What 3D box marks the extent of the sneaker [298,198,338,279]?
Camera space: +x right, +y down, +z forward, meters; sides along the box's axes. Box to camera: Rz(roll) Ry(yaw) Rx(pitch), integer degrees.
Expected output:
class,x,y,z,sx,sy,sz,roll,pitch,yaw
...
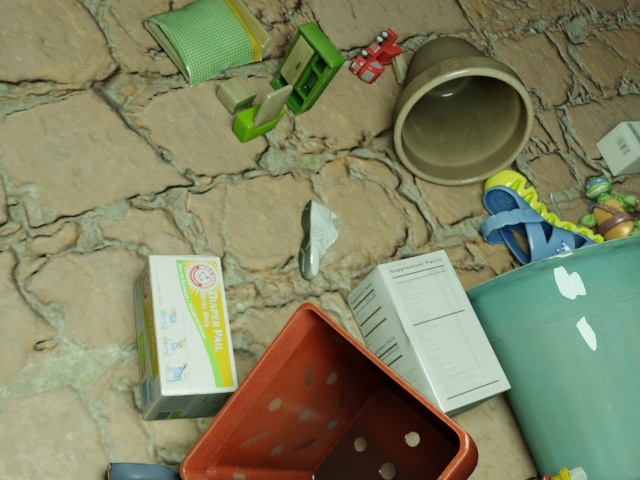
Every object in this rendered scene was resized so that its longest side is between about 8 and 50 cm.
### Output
class,x,y,z,sx,sy,sz,roll,pitch,yaw
sneaker,0.000,0.000,1.241,0.061,0.053,0.152,19,54,-19

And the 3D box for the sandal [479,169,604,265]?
class,x,y,z,sx,sy,sz,roll,pitch,yaw
sandal,0.425,0.009,1.416,0.317,0.126,0.138,37,54,8

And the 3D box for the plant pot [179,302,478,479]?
class,x,y,z,sx,sy,sz,roll,pitch,yaw
plant pot,0.042,0.278,0.921,0.267,0.267,0.236,38,2,34

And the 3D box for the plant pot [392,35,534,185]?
class,x,y,z,sx,sy,sz,roll,pitch,yaw
plant pot,0.255,-0.277,1.430,0.263,0.263,0.229,14,42,-19

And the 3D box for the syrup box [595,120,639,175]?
class,x,y,z,sx,sy,sz,roll,pitch,yaw
syrup box,0.776,-0.222,1.739,0.237,0.096,0.093,-9,66,-29

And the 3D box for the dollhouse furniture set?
class,x,y,z,sx,sy,sz,roll,pitch,yaw
dollhouse furniture set,-0.142,-0.356,1.319,0.198,0.151,0.301,-32,79,-37

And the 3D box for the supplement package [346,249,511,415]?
class,x,y,z,sx,sy,sz,roll,pitch,yaw
supplement package,0.165,0.159,1.175,0.139,0.134,0.244,-11,67,-28

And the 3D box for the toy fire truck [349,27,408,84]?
class,x,y,z,sx,sy,sz,roll,pitch,yaw
toy fire truck,0.159,-0.371,1.547,0.135,0.047,0.192,42,53,-1

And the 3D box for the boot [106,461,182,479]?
class,x,y,z,sx,sy,sz,roll,pitch,yaw
boot,-0.172,0.332,0.938,0.219,0.082,0.106,5,63,-22

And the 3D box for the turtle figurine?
class,x,y,z,sx,sy,sz,roll,pitch,yaw
turtle figurine,0.587,-0.011,1.460,0.198,0.274,0.266,-24,76,0

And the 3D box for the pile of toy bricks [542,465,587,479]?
class,x,y,z,sx,sy,sz,roll,pitch,yaw
pile of toy bricks,0.370,0.436,1.033,0.212,0.105,0.118,55,20,-12

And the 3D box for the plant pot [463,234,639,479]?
class,x,y,z,sx,sy,sz,roll,pitch,yaw
plant pot,0.432,0.204,1.185,0.341,0.341,0.334,-8,74,-30

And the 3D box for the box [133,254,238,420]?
class,x,y,z,sx,sy,sz,roll,pitch,yaw
box,-0.192,0.132,1.026,0.103,0.114,0.203,2,60,-26
